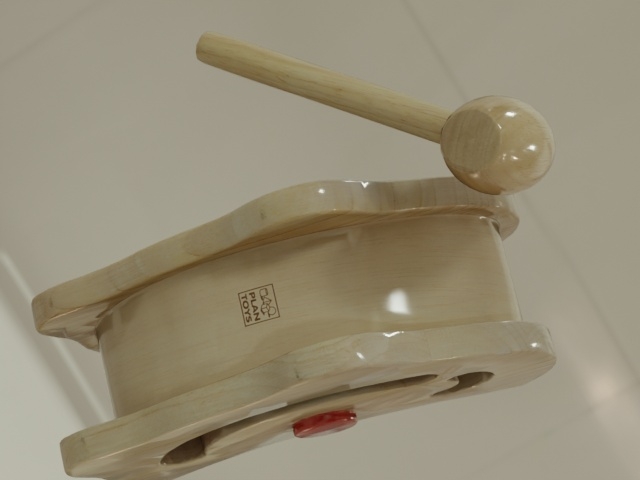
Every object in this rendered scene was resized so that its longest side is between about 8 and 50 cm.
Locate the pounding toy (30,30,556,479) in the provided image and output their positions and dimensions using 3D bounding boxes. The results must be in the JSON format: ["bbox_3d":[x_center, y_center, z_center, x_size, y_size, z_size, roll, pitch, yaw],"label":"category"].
[{"bbox_3d":[0.000,0.000,0.843,0.154,0.269,0.154,7,65,-55],"label":"pounding toy"}]
